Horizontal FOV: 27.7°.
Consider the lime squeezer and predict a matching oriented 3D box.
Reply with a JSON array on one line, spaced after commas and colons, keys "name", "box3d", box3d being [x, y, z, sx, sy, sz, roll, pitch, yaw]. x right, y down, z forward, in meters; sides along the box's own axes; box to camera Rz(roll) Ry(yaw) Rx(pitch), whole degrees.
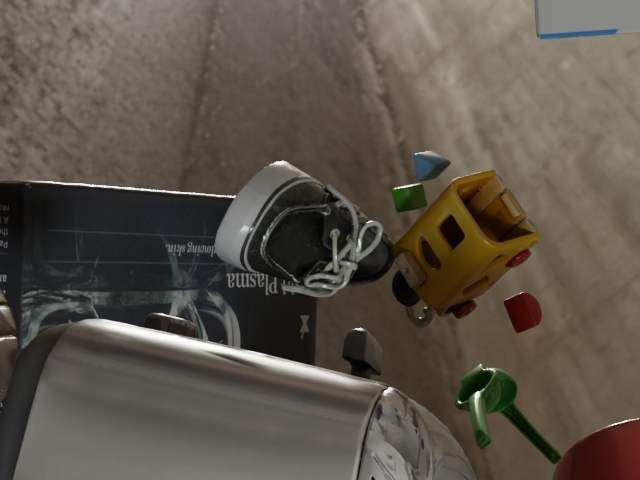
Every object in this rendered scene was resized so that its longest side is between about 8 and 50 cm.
[{"name": "lime squeezer", "box3d": [0.184, 0.185, 1.392, 0.310, 0.059, 0.110, 28, 43, -65]}]

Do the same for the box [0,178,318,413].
[{"name": "box", "box3d": [-0.248, 0.179, 1.389, 0.480, 0.297, 0.471, 1, 92, -57]}]

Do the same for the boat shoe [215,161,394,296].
[{"name": "boat shoe", "box3d": [-0.002, 0.004, 1.284, 0.105, 0.113, 0.306, 31, 2, 19]}]

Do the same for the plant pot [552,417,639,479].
[{"name": "plant pot", "box3d": [0.333, 0.332, 1.164, 0.275, 0.275, 0.243, 42, 42, -23]}]

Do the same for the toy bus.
[{"name": "toy bus", "box3d": [0.127, 0.019, 1.350, 0.104, 0.202, 0.191, -14, 18, -43]}]

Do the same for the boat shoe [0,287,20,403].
[{"name": "boat shoe", "box3d": [-0.324, 0.039, 0.939, 0.132, 0.130, 0.355, 38, 7, -41]}]

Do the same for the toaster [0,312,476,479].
[{"name": "toaster", "box3d": [-0.032, 0.138, 0.430, 0.129, 0.146, 0.227, 47, 49, -65]}]

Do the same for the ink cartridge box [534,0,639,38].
[{"name": "ink cartridge box", "box3d": [0.186, -0.151, 0.759, 0.122, 0.088, 0.052, -25, 112, -58]}]
